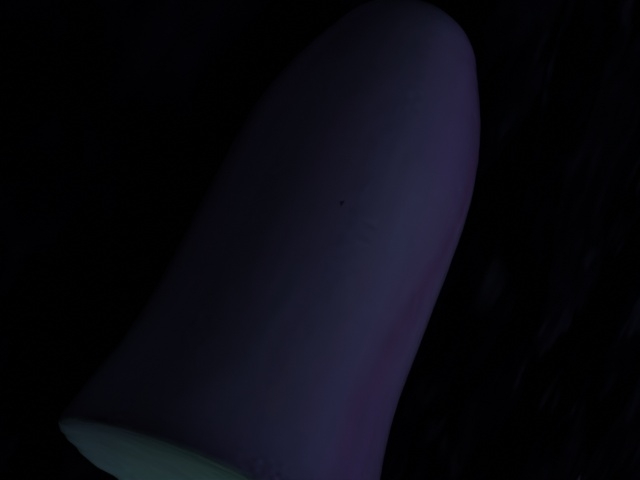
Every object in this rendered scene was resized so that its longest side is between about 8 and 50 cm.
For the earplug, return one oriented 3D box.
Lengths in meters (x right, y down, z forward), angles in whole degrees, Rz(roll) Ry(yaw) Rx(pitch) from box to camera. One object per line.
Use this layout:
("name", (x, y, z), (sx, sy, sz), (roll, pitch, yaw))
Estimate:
("earplug", (0.000, 0.000, 1.031), (0.301, 0.172, 0.172), (-66, 159, -18))
